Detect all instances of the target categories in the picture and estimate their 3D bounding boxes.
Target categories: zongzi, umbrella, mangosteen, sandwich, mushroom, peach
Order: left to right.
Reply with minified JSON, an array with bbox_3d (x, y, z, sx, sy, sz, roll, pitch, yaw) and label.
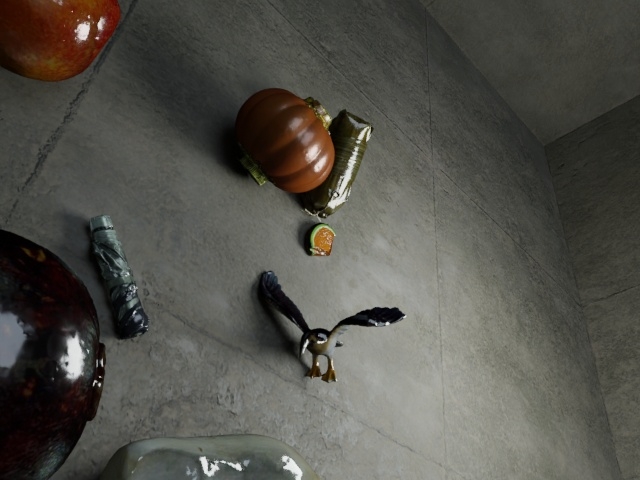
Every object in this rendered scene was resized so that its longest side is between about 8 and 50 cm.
[{"bbox_3d":[-0.352,0.121,0.582,0.288,0.288,0.288,31,44,-35],"label":"mangosteen"},{"bbox_3d":[-0.412,-0.347,0.895,0.231,0.231,0.231,31,44,-35],"label":"peach"},{"bbox_3d":[-0.293,0.050,0.888,0.050,0.046,0.188,100,-30,-75],"label":"umbrella"},{"bbox_3d":[-0.113,0.349,0.837,0.397,0.126,0.177,13,66,-48],"label":"mushroom"},{"bbox_3d":[-0.003,0.000,1.318,0.069,0.026,0.101,45,40,-28],"label":"sandwich"},{"bbox_3d":[0.008,-0.160,1.417,0.111,0.241,0.247,22,85,-17],"label":"zongzi"}]

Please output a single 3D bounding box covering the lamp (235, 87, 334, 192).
[{"bbox_3d":[-0.070,-0.198,1.223,0.223,0.196,0.223,50,-3,3],"label":"lamp"}]

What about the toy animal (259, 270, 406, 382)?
[{"bbox_3d":[0.008,0.179,1.092,0.197,0.273,0.160,-63,153,-56],"label":"toy animal"}]
